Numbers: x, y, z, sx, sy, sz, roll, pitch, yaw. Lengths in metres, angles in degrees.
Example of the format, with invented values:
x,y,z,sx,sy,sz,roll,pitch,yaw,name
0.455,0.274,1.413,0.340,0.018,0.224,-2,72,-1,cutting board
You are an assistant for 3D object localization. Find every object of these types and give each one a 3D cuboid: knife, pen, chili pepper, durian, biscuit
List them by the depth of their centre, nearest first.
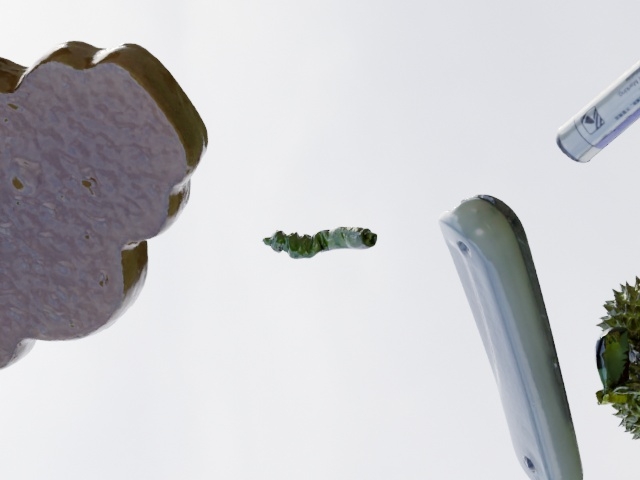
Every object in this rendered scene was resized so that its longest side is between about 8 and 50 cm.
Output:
x,y,z,sx,sy,sz,roll,pitch,yaw,name
0.194,-0.104,0.900,0.025,0.204,0.025,26,-138,-26,pen
-0.187,-0.014,1.042,0.186,0.295,0.044,56,-151,-14,biscuit
0.000,0.000,1.219,0.027,0.083,0.022,-41,-58,-58,chili pepper
0.139,0.078,1.300,0.073,0.040,0.265,28,147,49,knife
0.295,0.098,1.388,0.198,0.159,0.146,-67,-33,-65,durian
